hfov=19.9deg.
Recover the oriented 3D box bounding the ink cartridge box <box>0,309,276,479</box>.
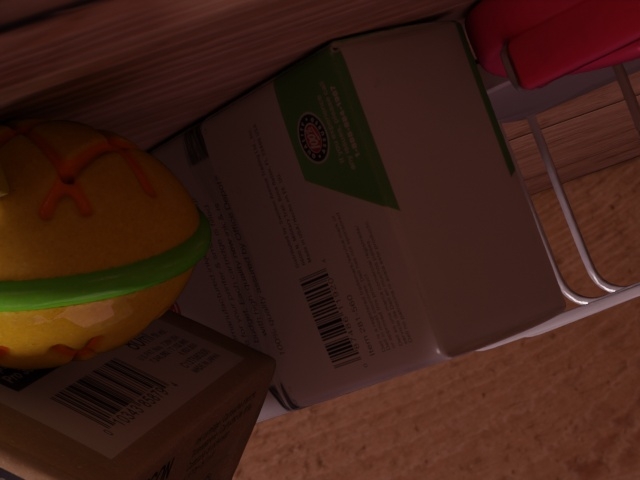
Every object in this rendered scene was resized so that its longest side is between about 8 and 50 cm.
[{"bbox_3d":[-0.148,0.075,0.817,0.088,0.193,0.234,-67,171,15],"label":"ink cartridge box"}]

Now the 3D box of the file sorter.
[{"bbox_3d":[0.187,-0.045,1.222,0.193,0.173,0.277,-23,175,30],"label":"file sorter"}]

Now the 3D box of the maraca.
[{"bbox_3d":[-0.137,0.002,0.739,0.185,0.099,0.127,-4,-163,-3],"label":"maraca"}]

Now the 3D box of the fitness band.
[{"bbox_3d":[0.202,-0.137,0.883,0.209,0.054,0.291,-18,177,-41],"label":"fitness band"}]

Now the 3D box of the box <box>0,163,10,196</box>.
[{"bbox_3d":[-0.174,-0.022,0.599,0.105,0.043,0.179,-20,179,0],"label":"box"}]

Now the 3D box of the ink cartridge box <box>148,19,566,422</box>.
[{"bbox_3d":[0.000,0.000,0.951,0.092,0.160,0.219,-18,176,-39],"label":"ink cartridge box"}]
